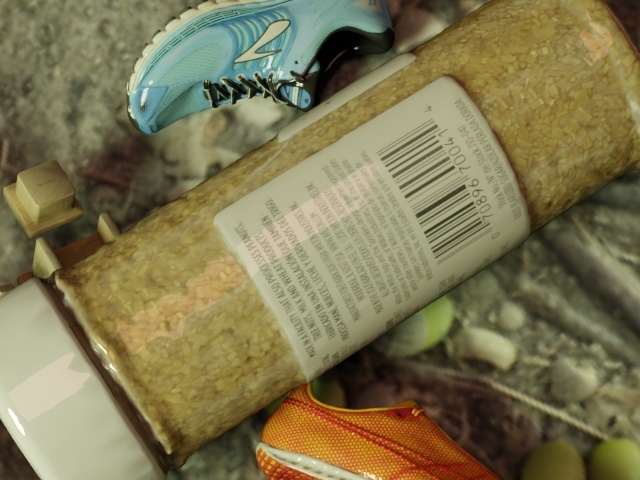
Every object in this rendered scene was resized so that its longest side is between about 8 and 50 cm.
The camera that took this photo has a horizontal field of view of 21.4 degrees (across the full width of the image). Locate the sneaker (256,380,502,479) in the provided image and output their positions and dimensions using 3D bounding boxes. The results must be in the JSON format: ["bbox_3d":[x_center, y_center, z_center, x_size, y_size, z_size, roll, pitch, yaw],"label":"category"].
[{"bbox_3d":[0.054,0.115,0.846,0.175,0.064,0.067,22,65,12],"label":"sneaker"}]

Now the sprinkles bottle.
[{"bbox_3d":[0.000,0.000,0.851,0.355,0.121,0.121,-32,69,-8],"label":"sprinkles bottle"}]

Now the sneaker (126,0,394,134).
[{"bbox_3d":[-0.032,-0.100,0.935,0.162,0.063,0.073,-28,72,-2],"label":"sneaker"}]

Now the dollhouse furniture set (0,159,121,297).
[{"bbox_3d":[-0.214,-0.009,0.933,0.161,0.101,0.182,-22,66,-26],"label":"dollhouse furniture set"}]
